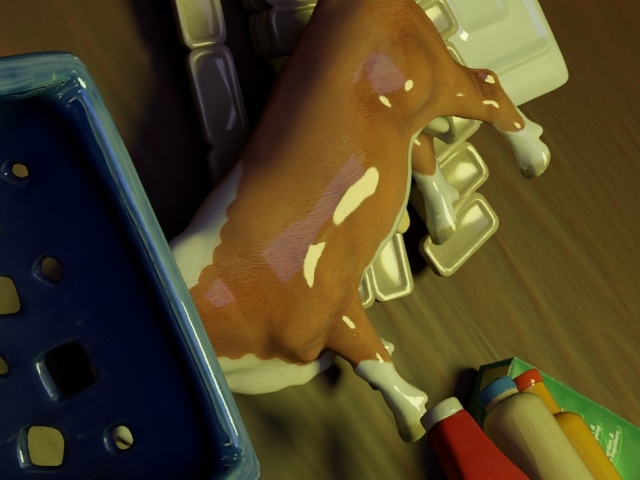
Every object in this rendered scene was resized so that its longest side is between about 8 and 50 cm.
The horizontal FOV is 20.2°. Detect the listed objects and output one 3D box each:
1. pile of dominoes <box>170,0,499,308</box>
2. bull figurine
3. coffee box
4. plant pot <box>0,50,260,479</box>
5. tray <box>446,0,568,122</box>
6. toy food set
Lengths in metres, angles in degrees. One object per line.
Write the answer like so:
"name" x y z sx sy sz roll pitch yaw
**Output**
"pile of dominoes" 0.006 -0.081 1.110 0.196 0.040 0.251 -14 92 -30
"bull figurine" 0.000 0.000 1.020 0.188 0.101 0.310 37 74 -28
"coffee box" 0.165 0.162 1.143 0.184 0.040 0.113 29 66 -25
"plant pot" -0.194 0.067 0.794 0.236 0.212 0.236 66 23 -3
"tray" 0.070 -0.209 1.183 0.145 0.030 0.270 -26 93 -34
"toy food set" 0.067 0.151 1.001 0.232 0.111 0.104 -26 71 -19
